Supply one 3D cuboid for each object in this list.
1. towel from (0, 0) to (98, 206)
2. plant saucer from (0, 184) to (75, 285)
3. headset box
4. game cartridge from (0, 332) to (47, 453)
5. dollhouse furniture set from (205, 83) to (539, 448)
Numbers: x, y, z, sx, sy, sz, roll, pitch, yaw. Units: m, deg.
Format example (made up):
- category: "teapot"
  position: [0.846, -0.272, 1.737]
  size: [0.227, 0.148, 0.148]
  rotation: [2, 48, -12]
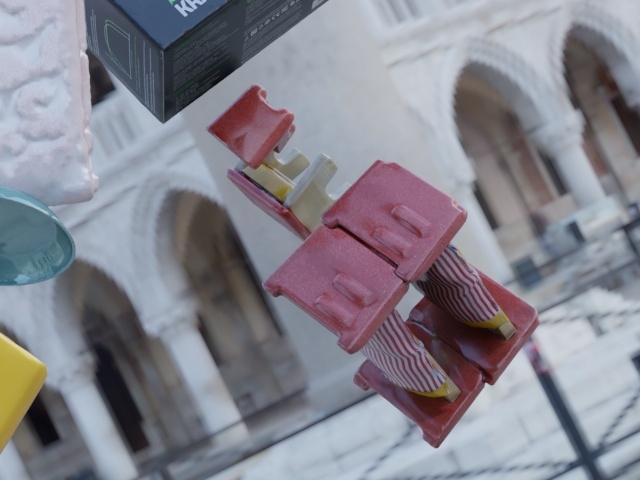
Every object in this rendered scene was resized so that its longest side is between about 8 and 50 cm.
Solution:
- category: "towel"
  position: [-0.328, -0.172, 1.135]
  size: [0.332, 0.316, 0.053]
  rotation: [-3, 4, 5]
- category: "plant saucer"
  position: [-0.221, -0.008, 1.087]
  size: [0.119, 0.021, 0.119]
  rotation: [2, -32, 1]
- category: "headset box"
  position: [-0.139, -0.292, 1.444]
  size: [0.246, 0.283, 0.131]
  rotation: [-38, -16, -20]
- category: "game cartridge"
  position: [-0.334, 0.124, 0.823]
  size: [0.053, 0.285, 0.323]
  rotation: [-17, 41, 59]
- category: "dollhouse furniture set"
  position: [0.000, 0.000, 1.475]
  size: [0.152, 0.374, 0.201]
  rotation: [-48, -42, -7]
